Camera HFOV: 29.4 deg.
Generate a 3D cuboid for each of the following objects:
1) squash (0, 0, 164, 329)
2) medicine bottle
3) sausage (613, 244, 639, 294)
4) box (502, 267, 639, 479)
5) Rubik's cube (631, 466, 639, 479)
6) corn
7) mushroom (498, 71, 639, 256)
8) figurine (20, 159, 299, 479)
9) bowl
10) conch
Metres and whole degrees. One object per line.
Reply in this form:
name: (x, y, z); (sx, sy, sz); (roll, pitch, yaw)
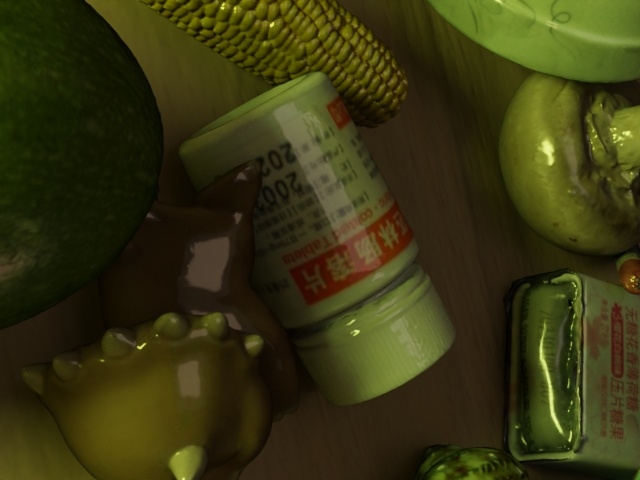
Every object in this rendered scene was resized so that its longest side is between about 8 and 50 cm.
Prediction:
squash: (-0.227, -0.074, 0.706); (0.309, 0.310, 0.310); (-2, 80, -30)
medicine bottle: (0.000, 0.000, 0.997); (0.144, 0.144, 0.252); (-35, 105, -38)
sausage: (0.316, 0.023, 1.244); (0.223, 0.029, 0.029); (-41, 109, -75)
box: (0.348, 0.156, 1.257); (0.370, 0.112, 0.190); (15, 69, -36)
Rubik's cube: (0.348, 0.335, 1.136); (0.224, 0.213, 0.265); (-6, 89, -37)
corn: (-0.050, -0.190, 1.029); (0.305, 0.106, 0.106); (33, 61, -31)
mushroom: (0.293, -0.092, 1.206); (0.207, 0.215, 0.207); (19, 63, -44)
figurine: (-0.121, 0.068, 0.861); (0.173, 0.177, 0.247); (-8, 96, -58)
bowl: (0.245, -0.306, 1.166); (0.307, 0.163, 0.307); (11, 46, -12)
conch: (0.147, 0.263, 1.061); (0.187, 0.124, 0.181); (5, 71, -33)
